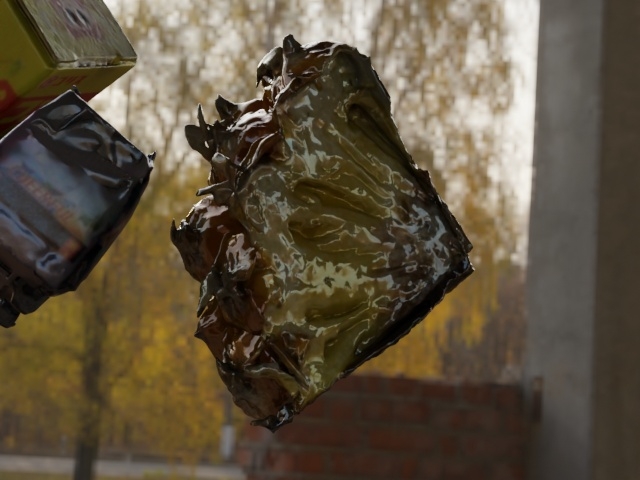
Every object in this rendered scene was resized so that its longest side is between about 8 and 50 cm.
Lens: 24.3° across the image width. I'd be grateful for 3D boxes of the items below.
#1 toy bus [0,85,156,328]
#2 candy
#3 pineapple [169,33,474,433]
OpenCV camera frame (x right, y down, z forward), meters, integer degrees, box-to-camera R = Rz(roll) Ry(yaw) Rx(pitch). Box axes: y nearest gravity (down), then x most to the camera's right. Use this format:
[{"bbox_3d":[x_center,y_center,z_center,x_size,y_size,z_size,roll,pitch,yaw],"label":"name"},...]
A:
[{"bbox_3d":[-0.216,-0.021,1.088,0.112,0.138,0.317,43,-15,-12],"label":"toy bus"},{"bbox_3d":[-0.294,-0.098,1.193,0.276,0.088,0.146,-33,-5,22],"label":"candy"},{"bbox_3d":[0.000,0.000,0.901,0.186,0.236,0.114,7,-9,-26],"label":"pineapple"}]
